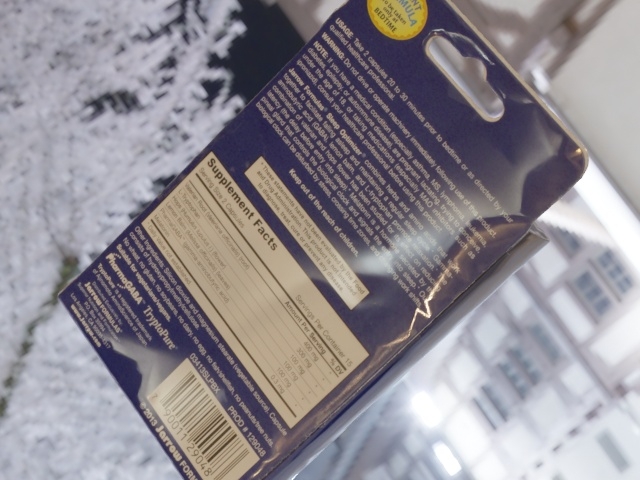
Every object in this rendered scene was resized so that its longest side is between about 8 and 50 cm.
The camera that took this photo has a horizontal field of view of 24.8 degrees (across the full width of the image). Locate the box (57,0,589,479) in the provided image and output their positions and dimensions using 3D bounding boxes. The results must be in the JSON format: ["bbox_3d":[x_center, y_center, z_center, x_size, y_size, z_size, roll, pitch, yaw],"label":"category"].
[{"bbox_3d":[0.000,0.000,0.632,0.225,0.136,0.036,-45,-23,15],"label":"box"}]
